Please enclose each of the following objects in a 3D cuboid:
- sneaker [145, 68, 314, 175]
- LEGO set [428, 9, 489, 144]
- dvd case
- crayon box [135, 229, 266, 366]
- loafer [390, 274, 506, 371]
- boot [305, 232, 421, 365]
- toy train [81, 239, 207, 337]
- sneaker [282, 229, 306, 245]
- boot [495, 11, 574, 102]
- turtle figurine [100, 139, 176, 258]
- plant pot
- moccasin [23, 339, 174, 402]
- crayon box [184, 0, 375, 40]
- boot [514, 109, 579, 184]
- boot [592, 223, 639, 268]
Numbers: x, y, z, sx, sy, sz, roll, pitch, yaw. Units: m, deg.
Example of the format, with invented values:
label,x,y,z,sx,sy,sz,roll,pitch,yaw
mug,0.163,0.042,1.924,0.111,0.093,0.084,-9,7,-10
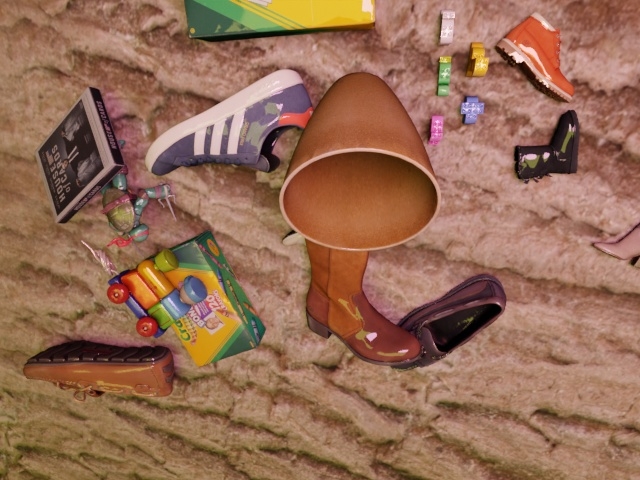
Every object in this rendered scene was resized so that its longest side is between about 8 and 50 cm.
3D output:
label,x,y,z,sx,sy,sz,roll,pitch,yaw
sneaker,-0.168,-0.176,0.819,0.350,0.131,0.148,-24,100,17
LEGO set,0.239,-0.272,0.732,0.087,0.093,0.227,3,111,9
dvd case,-0.495,-0.167,0.878,0.239,0.030,0.179,-30,76,28
crayon box,-0.265,0.135,0.980,0.165,0.081,0.278,-22,105,17
loafer,0.251,0.186,0.900,0.109,0.095,0.302,44,111,-7
boot,0.086,0.095,0.849,0.264,0.096,0.280,23,130,29
toy train,-0.355,0.062,0.876,0.143,0.105,0.248,-34,101,10
sneaker,0.000,0.000,0.895,0.161,0.057,0.075,-18,101,13
boot,0.379,-0.302,0.718,0.158,0.059,0.084,42,107,-6
turtle figurine,-0.403,-0.080,0.911,0.175,0.118,0.234,-26,96,12
plant pot,0.066,-0.150,0.712,0.237,0.254,0.237,3,145,2
moccasin,-0.555,0.336,1.088,0.380,0.139,0.146,1,102,0
crayon box,-0.072,-0.526,0.685,0.313,0.106,0.362,0,110,10
boot,0.402,-0.165,0.772,0.099,0.045,0.121,-5,110,15
boot,0.585,0.000,0.805,0.119,0.042,0.087,24,106,-1
